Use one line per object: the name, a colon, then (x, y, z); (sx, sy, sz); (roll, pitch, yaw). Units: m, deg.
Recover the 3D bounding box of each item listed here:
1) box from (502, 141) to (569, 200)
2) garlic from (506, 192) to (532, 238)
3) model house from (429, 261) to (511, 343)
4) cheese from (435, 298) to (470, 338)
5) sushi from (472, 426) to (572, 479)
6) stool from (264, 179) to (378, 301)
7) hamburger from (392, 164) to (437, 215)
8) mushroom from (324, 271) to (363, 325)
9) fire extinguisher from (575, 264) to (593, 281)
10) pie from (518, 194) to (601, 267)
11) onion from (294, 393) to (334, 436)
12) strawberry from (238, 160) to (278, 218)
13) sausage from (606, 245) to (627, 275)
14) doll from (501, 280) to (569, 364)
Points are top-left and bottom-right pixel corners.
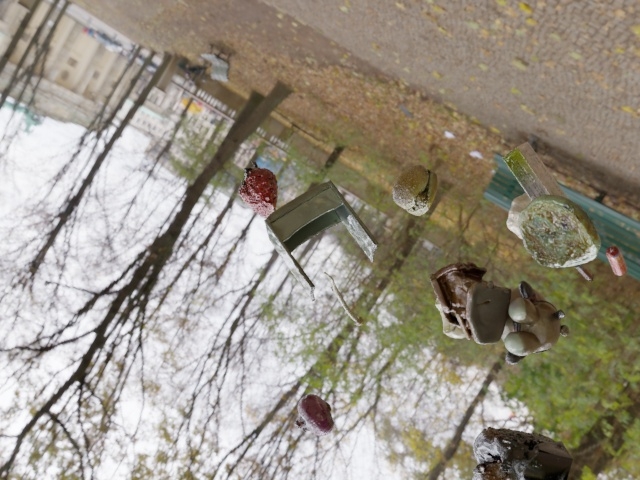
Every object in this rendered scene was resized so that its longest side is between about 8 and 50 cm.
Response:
box: (0.688, -0.183, 1.813); (0.261, 0.062, 0.175); (56, -148, 5)
garlic: (0.799, -0.095, 2.103); (0.199, 0.199, 0.226); (32, -179, 7)
model house: (0.415, 0.168, 1.668); (0.199, 0.220, 0.229); (5, -165, -32)
cheese: (0.529, 0.285, 2.109); (0.248, 0.164, 0.070); (16, 153, -31)
sushi: (0.507, 0.589, 1.509); (0.212, 0.216, 0.227); (12, -169, 2)
stool: (0.000, 0.000, 1.775); (0.270, 0.243, 0.170); (55, 169, 18)
hamburger: (0.370, -0.201, 2.242); (0.122, 0.189, 0.215); (22, -171, -19)
mushroom: (0.081, 0.220, 2.227); (0.068, 0.043, 0.306); (-2, 131, 47)
fire extinguisher: (0.794, 0.095, 1.720); (0.083, 0.022, 0.028); (40, -148, -18)
pie: (0.644, -0.018, 1.559); (0.240, 0.054, 0.241); (36, 147, 28)
onion: (-0.018, 0.462, 1.503); (0.115, 0.104, 0.115); (57, 170, 16)
strawberry: (-0.202, -0.169, 1.950); (0.140, 0.192, 0.085); (4, -175, -26)
sausage: (0.711, 0.046, 1.380); (0.034, 0.034, 0.129); (36, 179, 42)
doll: (0.601, 0.232, 1.649); (0.174, 0.235, 0.330); (1, 180, 8)
